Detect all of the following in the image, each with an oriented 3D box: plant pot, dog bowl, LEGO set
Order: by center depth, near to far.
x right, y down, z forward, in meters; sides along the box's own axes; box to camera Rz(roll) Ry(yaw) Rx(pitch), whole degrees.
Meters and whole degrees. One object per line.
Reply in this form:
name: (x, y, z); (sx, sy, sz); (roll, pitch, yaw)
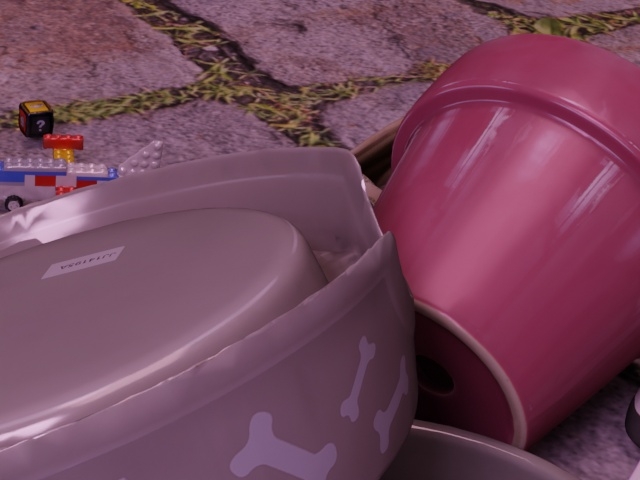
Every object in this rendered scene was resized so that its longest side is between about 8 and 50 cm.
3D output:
dog bowl: (-0.115, 0.068, 0.717); (0.348, 0.102, 0.349); (-15, 17, 5)
plant pot: (0.100, 0.017, 0.876); (0.201, 0.201, 0.180); (22, 52, 29)
LEGO set: (-0.230, -0.044, 1.079); (0.182, 0.060, 0.244); (23, 32, 25)

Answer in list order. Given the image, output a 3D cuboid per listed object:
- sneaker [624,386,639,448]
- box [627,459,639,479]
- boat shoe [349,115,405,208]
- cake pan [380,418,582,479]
sneaker: (0.277, 0.025, 0.928); (0.270, 0.145, 0.090); (-19, 36, -38)
box: (0.093, 0.181, 0.571); (0.063, 0.067, 0.324); (17, 31, 22)
boat shoe: (0.000, 0.000, 0.981); (0.109, 0.098, 0.302); (21, 32, 28)
cake pan: (0.019, 0.176, 0.697); (0.293, 0.054, 0.293); (4, 28, -2)
